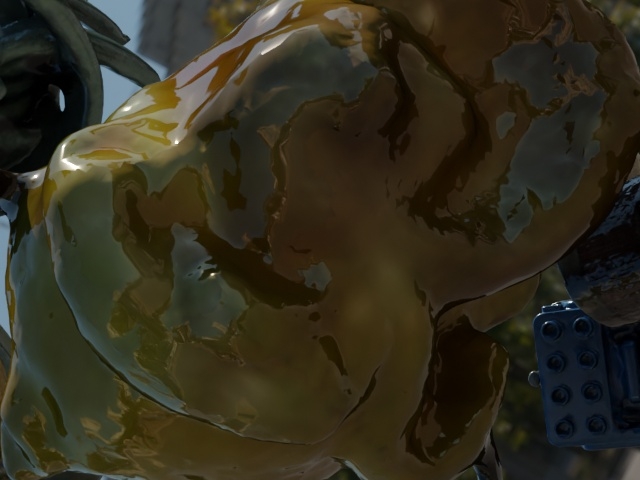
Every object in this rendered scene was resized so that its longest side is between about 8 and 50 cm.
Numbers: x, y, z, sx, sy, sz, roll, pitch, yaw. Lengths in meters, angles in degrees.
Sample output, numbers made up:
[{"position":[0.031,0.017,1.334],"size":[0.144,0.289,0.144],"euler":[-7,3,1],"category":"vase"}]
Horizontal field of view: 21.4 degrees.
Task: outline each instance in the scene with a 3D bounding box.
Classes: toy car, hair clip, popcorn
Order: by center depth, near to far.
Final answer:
[{"position":[0.000,0.000,0.739],"size":[0.316,0.281,0.297],"euler":[-34,6,21],"category":"popcorn"},{"position":[0.217,0.078,1.046],"size":[0.100,0.191,0.097],"euler":[-5,-93,-69],"category":"toy car"},{"position":[-0.281,-0.122,1.143],"size":[0.238,0.318,0.392],"euler":[-44,-40,5],"category":"hair clip"}]

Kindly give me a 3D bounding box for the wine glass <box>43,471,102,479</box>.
[{"position":[-0.253,0.232,1.385],"size":[0.357,0.190,0.190],"euler":[-44,-6,11],"category":"wine glass"}]

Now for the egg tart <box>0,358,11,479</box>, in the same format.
[{"position":[-0.244,0.101,1.021],"size":[0.106,0.241,0.241],"euler":[-25,-25,-22],"category":"egg tart"}]

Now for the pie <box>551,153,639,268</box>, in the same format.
[{"position":[0.190,-0.057,1.407],"size":[0.052,0.218,0.185],"euler":[131,141,-51],"category":"pie"}]

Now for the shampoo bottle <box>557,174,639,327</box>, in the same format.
[{"position":[0.244,-0.033,0.774],"size":[0.323,0.084,0.129],"euler":[-23,61,49],"category":"shampoo bottle"}]
